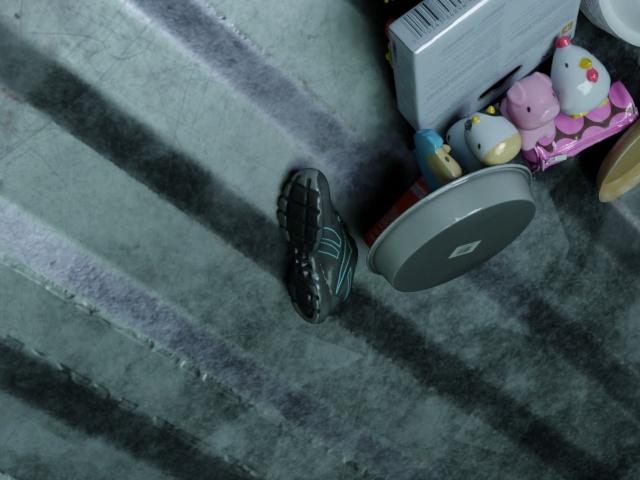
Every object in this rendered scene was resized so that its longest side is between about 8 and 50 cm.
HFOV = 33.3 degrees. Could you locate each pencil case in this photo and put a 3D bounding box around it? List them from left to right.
[{"bbox_3d":[0.425,-0.187,1.766,0.209,0.098,0.095,-27,125,-7],"label":"pencil case"}]

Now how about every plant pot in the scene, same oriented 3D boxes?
[{"bbox_3d":[0.550,-0.162,1.815,0.236,0.032,0.236,-35,157,-17],"label":"plant pot"}]

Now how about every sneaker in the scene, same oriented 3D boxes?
[{"bbox_3d":[0.000,0.000,1.715,0.106,0.101,0.267,-25,127,-35],"label":"sneaker"}]

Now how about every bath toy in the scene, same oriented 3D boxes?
[{"bbox_3d":[0.302,-0.198,1.642,0.348,0.151,0.129,-32,117,-17],"label":"bath toy"}]

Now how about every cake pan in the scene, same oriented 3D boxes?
[{"bbox_3d":[0.211,-0.010,1.658,0.293,0.054,0.293,-24,158,-10],"label":"cake pan"}]

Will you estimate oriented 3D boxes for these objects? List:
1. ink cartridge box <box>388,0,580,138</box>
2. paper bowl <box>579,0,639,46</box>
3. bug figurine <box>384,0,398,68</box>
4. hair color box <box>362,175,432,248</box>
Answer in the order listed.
[{"bbox_3d":[0.250,-0.307,1.574,0.324,0.071,0.330,-37,162,-7],"label":"ink cartridge box"},{"bbox_3d":[0.539,-0.435,1.644,0.284,0.148,0.284,-11,121,-18],"label":"paper bowl"},{"bbox_3d":[0.178,-0.383,1.566,0.279,0.072,0.216,-38,130,-3],"label":"bug figurine"},{"bbox_3d":[0.162,-0.029,1.774,0.167,0.053,0.093,-47,124,6],"label":"hair color box"}]
